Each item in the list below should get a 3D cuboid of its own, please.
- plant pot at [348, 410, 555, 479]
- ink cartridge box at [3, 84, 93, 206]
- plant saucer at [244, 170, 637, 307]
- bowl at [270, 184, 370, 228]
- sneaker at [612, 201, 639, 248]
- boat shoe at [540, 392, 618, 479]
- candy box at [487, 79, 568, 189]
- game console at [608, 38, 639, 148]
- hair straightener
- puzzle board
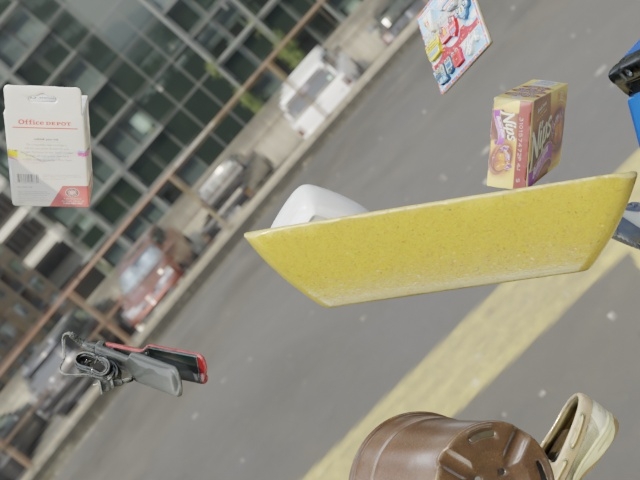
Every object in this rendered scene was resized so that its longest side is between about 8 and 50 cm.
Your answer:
[{"bbox_3d":[0.131,0.242,1.113,0.167,0.167,0.165,-54,8,-22],"label":"plant pot"},{"bbox_3d":[-0.397,-0.149,1.688,0.067,0.115,0.198,-96,10,-56],"label":"ink cartridge box"},{"bbox_3d":[0.134,0.001,1.098,0.333,0.080,0.333,-9,1,14],"label":"plant saucer"},{"bbox_3d":[0.000,0.000,1.701,0.142,0.142,0.053,-60,24,18],"label":"bowl"},{"bbox_3d":[0.592,-0.045,2.062,0.112,0.319,0.131,33,105,64],"label":"sneaker"},{"bbox_3d":[0.383,0.398,1.957,0.302,0.098,0.109,-53,16,-3],"label":"boat shoe"},{"bbox_3d":[0.257,-0.134,1.422,0.187,0.053,0.109,-31,-54,-63],"label":"candy box"},{"bbox_3d":[0.416,-0.159,1.104,0.250,0.173,0.293,-46,5,-8],"label":"game console"},{"bbox_3d":[-0.245,0.147,1.389,0.230,0.047,0.089,13,26,37],"label":"hair straightener"},{"bbox_3d":[0.139,-0.225,1.233,0.011,0.096,0.128,-13,-13,-21],"label":"puzzle board"}]
